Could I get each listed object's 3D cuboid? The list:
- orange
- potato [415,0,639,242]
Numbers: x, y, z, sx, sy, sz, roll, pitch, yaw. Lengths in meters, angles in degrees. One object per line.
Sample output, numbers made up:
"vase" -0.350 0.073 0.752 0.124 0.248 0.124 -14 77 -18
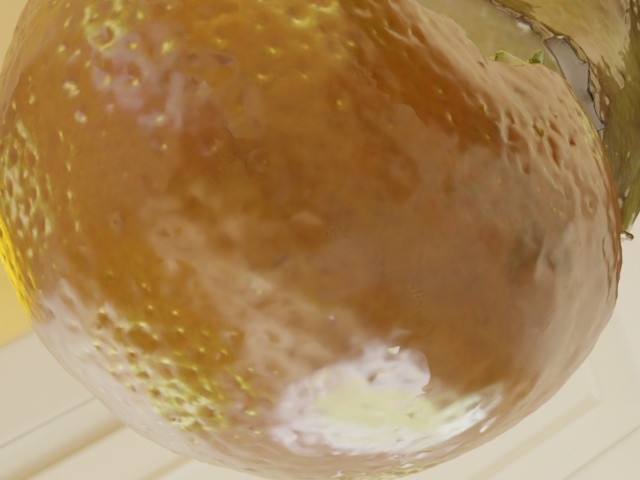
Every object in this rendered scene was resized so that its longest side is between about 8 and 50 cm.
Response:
"orange" -0.001 0.004 0.440 0.179 0.237 0.158 -39 -138 33
"potato" 0.120 -0.088 0.820 0.301 0.237 0.288 40 -53 26
